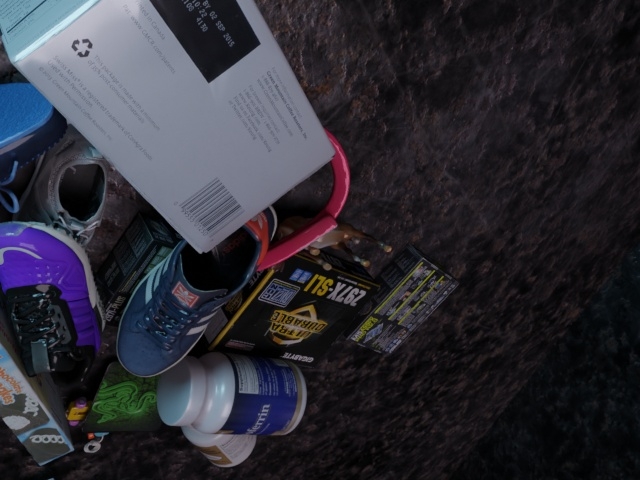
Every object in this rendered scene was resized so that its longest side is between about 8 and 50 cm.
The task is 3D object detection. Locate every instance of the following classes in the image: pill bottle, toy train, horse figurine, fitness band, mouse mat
[{"bbox_3d":[-0.170,0.298,1.178,0.264,0.153,0.153,16,116,-39],"label":"pill bottle"},{"bbox_3d":[-0.476,0.351,1.172,0.125,0.046,0.166,-41,138,4],"label":"toy train"},{"bbox_3d":[0.000,0.000,1.113,0.263,0.174,0.066,-4,115,-37],"label":"horse figurine"},{"bbox_3d":[-0.089,-0.073,0.969,0.290,0.054,0.209,-31,100,3],"label":"fitness band"},{"bbox_3d":[-0.234,0.399,1.336,0.131,0.131,0.229,-31,140,-11],"label":"pill bottle"},{"bbox_3d":[-0.366,0.314,1.205,0.189,0.007,0.153,21,93,-50],"label":"mouse mat"}]

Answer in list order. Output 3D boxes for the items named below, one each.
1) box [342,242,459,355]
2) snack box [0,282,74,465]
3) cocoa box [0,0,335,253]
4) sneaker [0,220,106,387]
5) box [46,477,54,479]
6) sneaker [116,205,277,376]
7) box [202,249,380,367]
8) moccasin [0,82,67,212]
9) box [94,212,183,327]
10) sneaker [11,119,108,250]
[{"bbox_3d":[0.193,0.154,1.496,0.270,0.060,0.216,-49,139,11],"label":"box"},{"bbox_3d":[-0.462,0.174,0.900,0.060,0.187,0.322,-22,137,-18],"label":"snack box"},{"bbox_3d":[-0.178,-0.202,0.733,0.231,0.228,0.347,-37,141,-2],"label":"cocoa box"},{"bbox_3d":[-0.367,0.105,0.824,0.102,0.146,0.293,-3,140,0],"label":"sneaker"},{"bbox_3d":[-0.506,0.641,1.209,0.063,0.324,0.067,-21,165,-31],"label":"box"},{"bbox_3d":[-0.199,0.077,0.892,0.131,0.148,0.350,35,101,-9],"label":"sneaker"},{"bbox_3d":[-0.056,0.138,1.273,0.322,0.079,0.257,24,109,-47],"label":"box"},{"bbox_3d":[-0.457,-0.079,0.733,0.341,0.138,0.117,-23,144,1],"label":"moccasin"},{"bbox_3d":[-0.282,0.062,1.021,0.147,0.077,0.180,22,112,-47],"label":"box"},{"bbox_3d":[-0.359,-0.035,0.839,0.105,0.115,0.281,-3,129,-36],"label":"sneaker"}]
